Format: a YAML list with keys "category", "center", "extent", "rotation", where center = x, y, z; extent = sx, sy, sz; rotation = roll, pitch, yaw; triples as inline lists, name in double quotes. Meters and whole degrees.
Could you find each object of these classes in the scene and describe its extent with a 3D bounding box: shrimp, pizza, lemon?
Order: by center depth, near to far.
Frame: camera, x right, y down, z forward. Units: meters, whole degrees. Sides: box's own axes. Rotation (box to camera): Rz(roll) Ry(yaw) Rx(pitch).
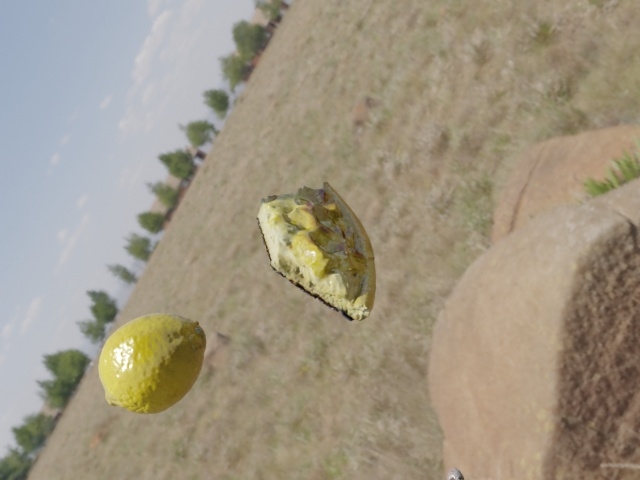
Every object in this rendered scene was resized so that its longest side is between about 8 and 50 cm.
- category: "lemon"
  center: [-0.115, 0.084, 0.563]
  extent: [0.092, 0.065, 0.065]
  rotation: [-37, 20, 21]
- category: "pizza"
  center: [0.000, 0.000, 0.719]
  extent: [0.035, 0.099, 0.160]
  rotation: [-60, 30, 33]
- category: "shrimp"
  center: [0.180, 0.338, 1.063]
  extent: [0.029, 0.038, 0.092]
  rotation: [-39, 39, 51]
